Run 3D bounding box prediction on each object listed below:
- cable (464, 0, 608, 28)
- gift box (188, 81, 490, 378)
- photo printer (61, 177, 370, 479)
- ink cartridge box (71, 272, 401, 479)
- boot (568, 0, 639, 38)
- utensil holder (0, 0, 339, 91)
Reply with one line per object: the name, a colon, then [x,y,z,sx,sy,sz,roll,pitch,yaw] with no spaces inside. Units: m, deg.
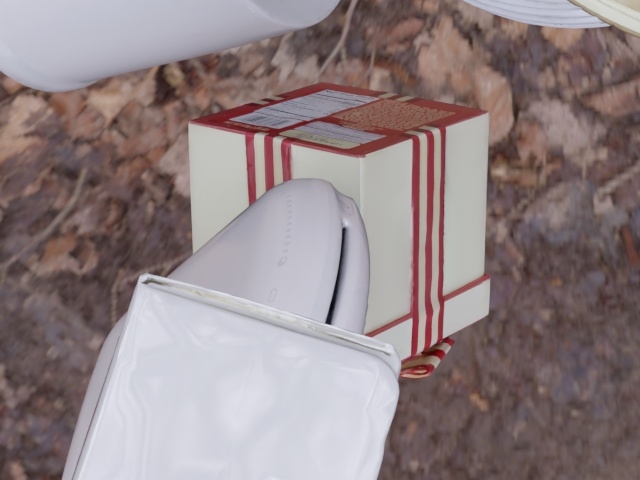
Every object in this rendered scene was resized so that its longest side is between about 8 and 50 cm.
cable: [0.176,-0.264,1.073,0.257,0.257,0.089,3,149,15]
gift box: [0.000,0.000,1.556,0.255,0.276,0.258,16,116,41]
photo printer: [-0.080,0.100,1.306,0.107,0.256,0.307,36,126,-21]
ink cartridge box: [-0.049,0.115,0.546,0.093,0.212,0.154,17,74,-6]
boot: [0.215,-0.174,0.787,0.213,0.077,0.165,24,120,6]
utensil holder: [-0.197,-0.363,1.832,0.386,0.327,0.327,-6,111,35]
